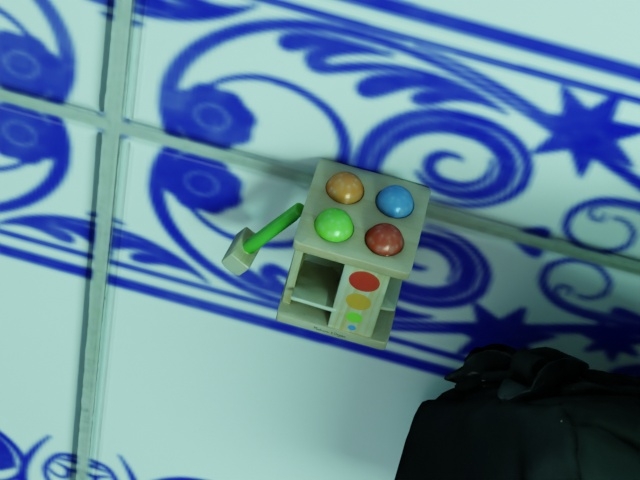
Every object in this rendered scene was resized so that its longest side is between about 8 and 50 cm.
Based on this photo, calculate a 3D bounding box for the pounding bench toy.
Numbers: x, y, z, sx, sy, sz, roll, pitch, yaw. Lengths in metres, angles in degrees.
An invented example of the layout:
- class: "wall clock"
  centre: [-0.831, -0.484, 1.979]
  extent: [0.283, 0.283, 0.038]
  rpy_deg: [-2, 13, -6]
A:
- class: "pounding bench toy"
  centre: [0.000, 0.000, 0.746]
  extent: [0.083, 0.052, 0.065]
  rpy_deg: [15, 140, 1]

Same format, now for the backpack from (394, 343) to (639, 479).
- class: "backpack"
  centre: [0.224, 0.195, 0.748]
  extent: [0.355, 0.273, 0.290]
  rpy_deg: [6, 174, -10]
